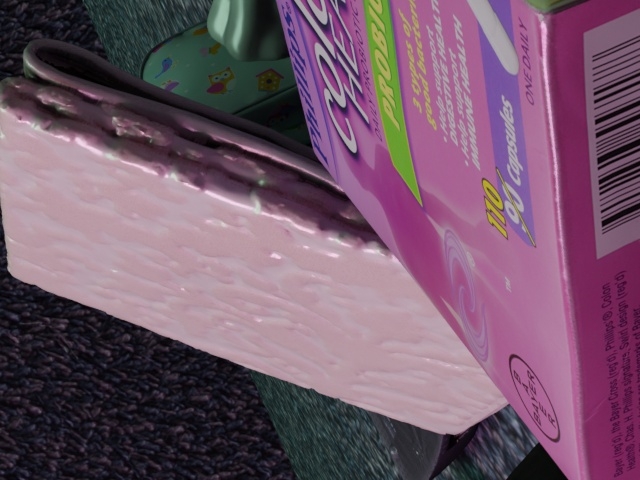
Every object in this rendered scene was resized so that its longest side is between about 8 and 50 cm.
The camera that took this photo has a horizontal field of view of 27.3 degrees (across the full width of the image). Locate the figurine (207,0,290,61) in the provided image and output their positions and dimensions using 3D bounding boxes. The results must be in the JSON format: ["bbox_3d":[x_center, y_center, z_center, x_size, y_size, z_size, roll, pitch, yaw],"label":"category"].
[{"bbox_3d":[0.005,-0.176,0.683,0.215,0.092,0.209,45,150,42],"label":"figurine"}]

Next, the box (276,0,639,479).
[{"bbox_3d":[0.076,-0.072,0.486,0.243,0.117,0.213,56,166,45],"label":"box"}]

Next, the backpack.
[{"bbox_3d":[-0.054,-0.086,0.953,0.188,0.166,0.144,48,164,57],"label":"backpack"}]

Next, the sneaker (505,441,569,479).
[{"bbox_3d":[0.188,0.142,0.482,0.146,0.122,0.330,48,170,-6],"label":"sneaker"}]

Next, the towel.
[{"bbox_3d":[-0.030,0.020,0.785,0.332,0.053,0.317,22,159,-3],"label":"towel"}]

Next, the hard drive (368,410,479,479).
[{"bbox_3d":[0.070,0.111,1.102,0.172,0.054,0.254,62,169,18],"label":"hard drive"}]
